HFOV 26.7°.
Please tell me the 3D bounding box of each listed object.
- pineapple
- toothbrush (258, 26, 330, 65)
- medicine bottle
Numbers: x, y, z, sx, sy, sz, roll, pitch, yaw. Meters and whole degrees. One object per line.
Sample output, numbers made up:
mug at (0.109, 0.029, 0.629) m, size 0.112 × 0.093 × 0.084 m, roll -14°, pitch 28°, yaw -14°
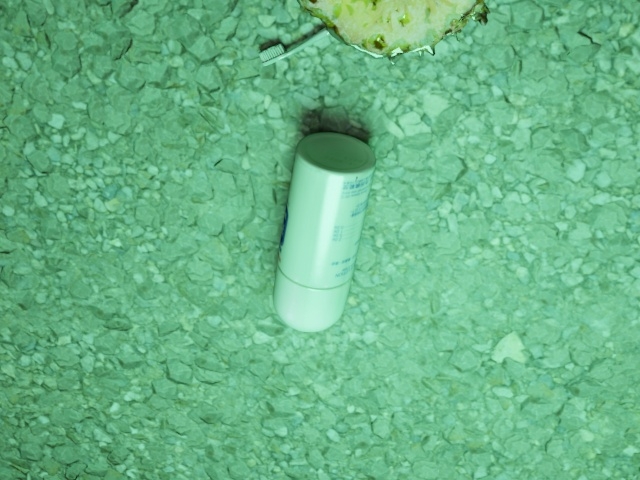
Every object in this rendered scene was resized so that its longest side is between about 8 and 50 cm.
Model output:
pineapple at (0.108, -0.429, 1.785) m, size 0.353 × 0.300 × 0.352 m, roll 6°, pitch 123°, yaw 10°
toothbrush at (0.030, -0.326, 2.038) m, size 0.287 × 0.020 × 0.025 m, roll -20°, pitch 110°, yaw 23°
medicine bottle at (0.000, 0.000, 2.191) m, size 0.130 × 0.130 × 0.340 m, roll 13°, pitch 125°, yaw 4°
